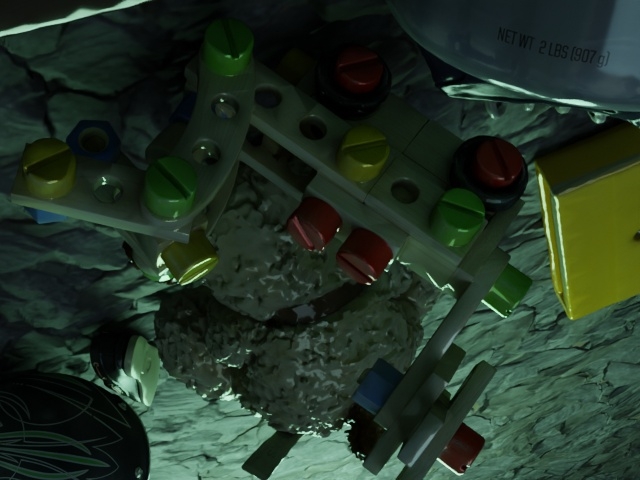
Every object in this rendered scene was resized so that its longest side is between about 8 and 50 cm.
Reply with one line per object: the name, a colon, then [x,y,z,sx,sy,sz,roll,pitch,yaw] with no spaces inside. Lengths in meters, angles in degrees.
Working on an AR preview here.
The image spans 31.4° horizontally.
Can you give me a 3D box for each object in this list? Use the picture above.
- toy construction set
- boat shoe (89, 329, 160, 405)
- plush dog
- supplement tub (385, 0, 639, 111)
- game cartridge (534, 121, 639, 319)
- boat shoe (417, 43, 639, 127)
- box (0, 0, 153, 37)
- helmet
toy construction set: [0.000,0.000,0.689,0.215,0.327,0.151,-51,-172,-28]
boat shoe: [-0.170,0.112,1.005,0.042,0.049,0.133,7,159,8]
plush dog: [-0.017,0.032,0.848,0.262,0.211,0.225,-22,124,0]
supplement tub: [0.128,-0.224,0.421,0.193,0.194,0.316,-10,131,-18]
game cartridge: [0.362,-0.056,1.050,0.323,0.053,0.285,-24,151,2]
boat shoe: [0.162,-0.128,0.739,0.158,0.127,0.340,-26,142,18]
box: [-0.161,-0.167,0.390,0.381,0.143,0.191,-20,155,-19]
helmet: [-0.232,0.190,0.969,0.169,0.169,0.161,-12,168,-15]
